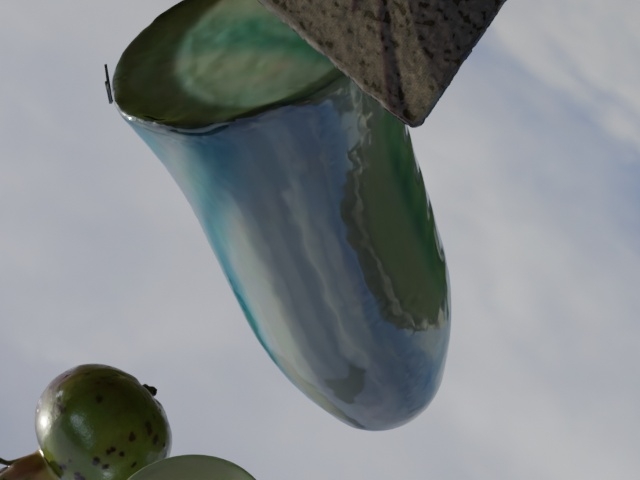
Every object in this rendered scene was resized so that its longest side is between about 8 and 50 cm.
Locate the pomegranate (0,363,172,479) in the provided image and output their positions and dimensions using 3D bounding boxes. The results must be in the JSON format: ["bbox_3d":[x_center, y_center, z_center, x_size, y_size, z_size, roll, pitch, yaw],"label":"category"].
[{"bbox_3d":[-0.207,0.179,1.725,0.129,0.159,0.129,53,-164,-22],"label":"pomegranate"}]

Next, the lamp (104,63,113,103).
[{"bbox_3d":[-0.182,-0.184,2.219,0.121,0.054,0.041,-11,-127,0],"label":"lamp"}]

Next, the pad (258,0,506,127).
[{"bbox_3d":[0.058,-0.248,0.964,0.220,0.330,0.004,41,-162,22],"label":"pad"}]

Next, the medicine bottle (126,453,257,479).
[{"bbox_3d":[-0.093,0.308,1.651,0.170,0.293,0.170,-3,-129,4],"label":"medicine bottle"}]

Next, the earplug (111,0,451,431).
[{"bbox_3d":[0.000,0.000,1.321,0.185,0.185,0.324,-113,3,-56],"label":"earplug"}]
